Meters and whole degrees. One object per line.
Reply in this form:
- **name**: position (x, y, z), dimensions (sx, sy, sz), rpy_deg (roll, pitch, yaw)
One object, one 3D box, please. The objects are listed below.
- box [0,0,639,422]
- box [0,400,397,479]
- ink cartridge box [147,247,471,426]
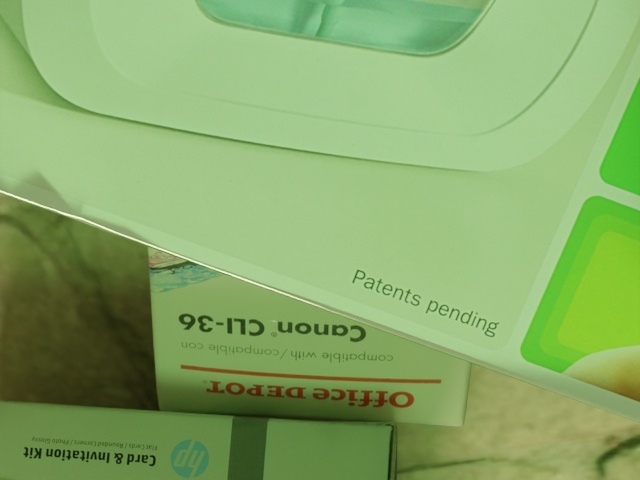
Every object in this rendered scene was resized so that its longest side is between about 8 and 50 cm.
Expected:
- **box**: position (0.024, -0.109, 0.413), dimensions (0.262, 0.127, 0.231), rpy_deg (21, 108, -5)
- **box**: position (-0.064, 0.095, 0.632), dimensions (0.186, 0.038, 0.145), rpy_deg (4, 163, 3)
- **ink cartridge box**: position (0.000, 0.000, 0.578), dimensions (0.115, 0.067, 0.198), rpy_deg (3, 127, 3)
